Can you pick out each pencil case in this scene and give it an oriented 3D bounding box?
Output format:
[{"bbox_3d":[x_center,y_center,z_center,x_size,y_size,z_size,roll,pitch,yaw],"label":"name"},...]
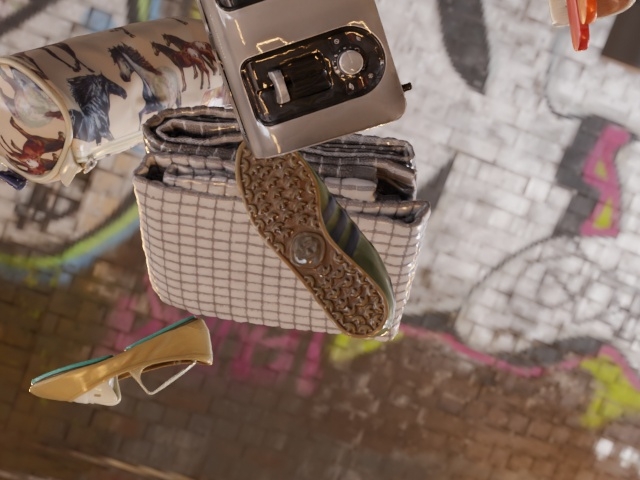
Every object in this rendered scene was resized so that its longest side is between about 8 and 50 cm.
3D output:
[{"bbox_3d":[-0.261,-0.190,1.649,0.183,0.160,0.410,57,-143,4],"label":"pencil case"}]

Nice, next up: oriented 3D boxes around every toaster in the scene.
[{"bbox_3d":[-0.023,-0.154,0.844,0.110,0.168,0.185,-18,-169,-4],"label":"toaster"}]

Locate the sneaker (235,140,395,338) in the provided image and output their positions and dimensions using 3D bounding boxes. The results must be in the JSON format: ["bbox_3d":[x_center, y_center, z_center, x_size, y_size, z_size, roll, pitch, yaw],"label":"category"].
[{"bbox_3d":[0.000,0.000,1.017,0.192,0.064,0.086,56,-170,14],"label":"sneaker"}]

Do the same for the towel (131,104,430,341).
[{"bbox_3d":[-0.037,-0.020,1.259,0.284,0.121,0.235,7,145,2],"label":"towel"}]

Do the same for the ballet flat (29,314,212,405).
[{"bbox_3d":[-0.242,0.165,1.541,0.232,0.073,0.080,-21,174,-10],"label":"ballet flat"}]

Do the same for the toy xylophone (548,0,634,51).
[{"bbox_3d":[0.279,-0.347,1.233,0.081,0.236,0.322,-6,161,2],"label":"toy xylophone"}]
